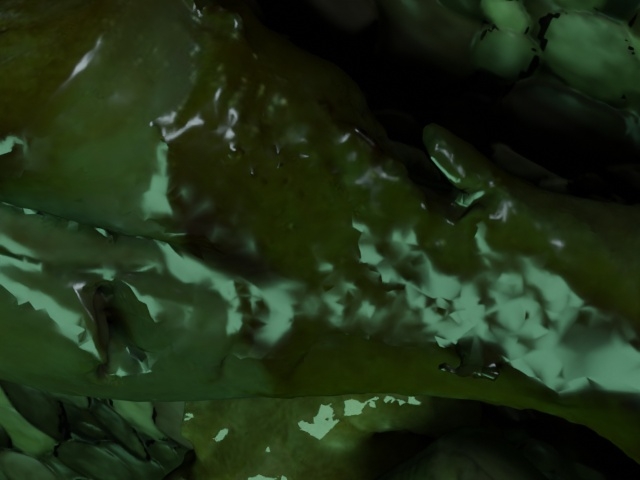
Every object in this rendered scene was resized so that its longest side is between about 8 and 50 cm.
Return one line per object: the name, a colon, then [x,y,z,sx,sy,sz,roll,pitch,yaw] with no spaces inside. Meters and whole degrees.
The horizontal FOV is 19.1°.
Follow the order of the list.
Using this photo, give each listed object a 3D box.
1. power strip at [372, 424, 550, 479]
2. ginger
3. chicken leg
power strip: [0.157,0.223,0.714,0.387,0.066,0.092,43,134,-8]
ginger: [0.014,0.127,0.803,0.157,0.102,0.216,-11,126,9]
chicken leg: [0.000,0.000,0.643,0.429,0.152,0.201,17,156,11]
